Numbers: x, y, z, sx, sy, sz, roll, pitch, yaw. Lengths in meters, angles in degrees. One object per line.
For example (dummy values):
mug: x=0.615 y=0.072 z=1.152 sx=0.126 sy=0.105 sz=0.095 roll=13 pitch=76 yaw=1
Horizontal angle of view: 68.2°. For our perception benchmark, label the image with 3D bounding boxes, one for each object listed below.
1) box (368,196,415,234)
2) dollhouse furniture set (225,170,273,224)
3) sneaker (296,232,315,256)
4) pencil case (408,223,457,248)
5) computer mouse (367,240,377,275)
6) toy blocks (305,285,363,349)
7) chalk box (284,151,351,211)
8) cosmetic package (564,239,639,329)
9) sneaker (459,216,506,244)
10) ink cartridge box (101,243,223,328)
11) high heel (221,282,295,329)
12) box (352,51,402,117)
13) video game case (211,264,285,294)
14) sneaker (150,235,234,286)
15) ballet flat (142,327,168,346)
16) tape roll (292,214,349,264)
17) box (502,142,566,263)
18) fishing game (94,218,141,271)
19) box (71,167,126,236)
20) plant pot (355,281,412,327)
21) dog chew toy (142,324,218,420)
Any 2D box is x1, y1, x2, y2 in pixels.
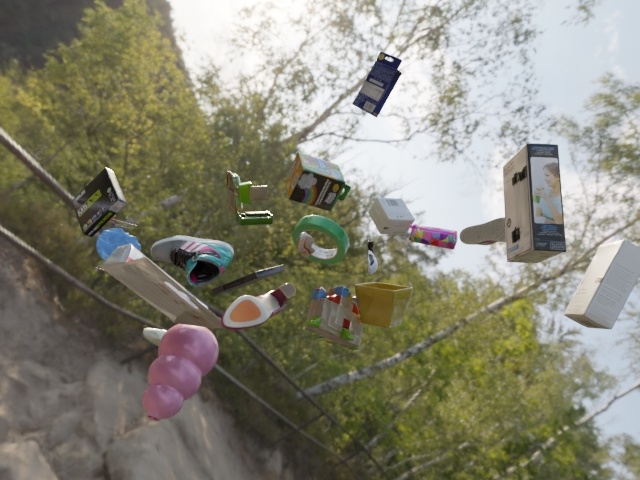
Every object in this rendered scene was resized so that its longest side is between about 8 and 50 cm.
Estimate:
box: x=0.392 y=-0.136 z=2.617 sx=0.119 sy=0.181 sz=0.181 roll=-64 pitch=-143 yaw=40
dollhouse furniture set: x=-0.336 y=-0.205 z=2.207 sx=0.301 sy=0.151 sz=0.197 roll=-142 pitch=-130 yaw=-61
sneaker: x=-0.083 y=0.010 z=2.248 sx=0.083 sy=0.084 sz=0.215 roll=56 pitch=-10 yaw=21
pencil case: x=0.557 y=-0.021 z=2.339 sx=0.237 sy=0.104 sz=0.104 roll=10 pitch=-35 yaw=15
computer mouse: x=0.233 y=0.088 z=2.122 sx=0.193 sy=0.042 sz=0.106 roll=-85 pitch=173 yaw=-53
toy blocks: x=0.083 y=0.343 z=2.276 sx=0.191 sy=0.260 sz=0.381 roll=-13 pitch=-35 yaw=44
chalk box: x=-0.001 y=-0.272 z=2.269 sx=0.180 sy=0.289 sz=0.179 roll=-61 pitch=-152 yaw=30
cosmetic package: x=0.763 y=0.119 z=1.266 sx=0.086 sy=0.231 sz=0.117 roll=29 pitch=-7 yaw=5
sneaker: x=0.732 y=-0.033 z=1.934 sx=0.282 sy=0.161 sz=0.102 roll=-5 pitch=-98 yaw=40
ink cartridge box: x=-0.443 y=0.130 z=1.384 sx=0.385 sy=0.091 sz=0.308 roll=-9 pitch=-49 yaw=50
high heel: x=-0.168 y=0.177 z=1.163 sx=0.082 sy=0.244 sz=0.117 roll=51 pitch=-53 yaw=6
box: x=0.224 y=-0.599 z=1.814 sx=0.037 sy=0.225 sz=0.136 roll=13 pitch=23 yaw=-44
video game case: x=-0.331 y=0.183 z=2.211 sx=0.275 sy=0.248 sz=0.035 roll=-10 pitch=79 yaw=-68
sneaker: x=-0.465 y=0.079 z=1.665 sx=0.178 sy=0.296 sz=0.123 roll=-91 pitch=-176 yaw=-59
ballet flat: x=-0.708 y=0.457 z=2.179 sx=0.086 sy=0.086 sz=0.248 roll=50 pitch=-1 yaw=45
tape roll: x=0.000 y=0.000 z=2.660 sx=0.321 sy=0.077 sz=0.321 roll=16 pitch=-39 yaw=14
box: x=0.568 y=-0.095 z=1.271 sx=0.169 sy=0.087 sz=0.289 roll=93 pitch=0 yaw=-78
fishing game: x=-0.860 y=0.032 z=2.016 sx=0.041 sy=0.189 sz=0.264 roll=-35 pitch=-129 yaw=40
box: x=-0.797 y=-0.138 z=1.697 sx=0.184 sy=0.191 sz=0.045 roll=55 pitch=11 yaw=29
plant pot: x=0.300 y=0.312 z=2.281 sx=0.212 sy=0.212 sz=0.187 roll=6 pitch=-87 yaw=36
dog chew toy: x=-0.483 y=0.444 z=1.597 sx=0.206 sy=0.207 sz=0.331 roll=75 pitch=27 yaw=-42
